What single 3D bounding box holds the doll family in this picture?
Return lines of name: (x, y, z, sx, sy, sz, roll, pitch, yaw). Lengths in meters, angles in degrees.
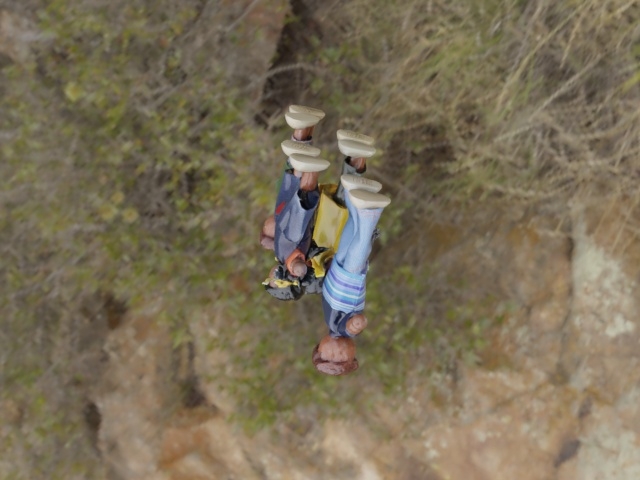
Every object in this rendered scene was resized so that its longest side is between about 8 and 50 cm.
doll family: (0.000, 0.000, 0.715, 0.076, 0.193, 0.111, 14, 110, -3)
